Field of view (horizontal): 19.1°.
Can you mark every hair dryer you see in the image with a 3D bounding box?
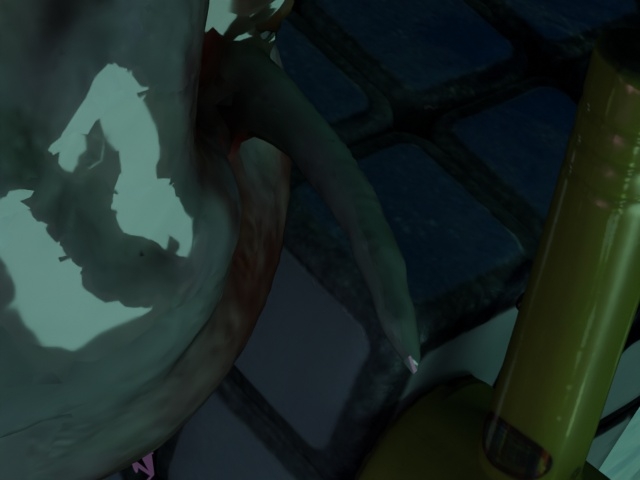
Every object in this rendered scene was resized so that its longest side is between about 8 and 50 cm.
[{"bbox_3d":[0.099,0.052,0.709,0.090,0.135,0.279,-25,139,-38],"label":"hair dryer"}]

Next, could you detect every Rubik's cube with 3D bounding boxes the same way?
[{"bbox_3d":[0.000,0.000,0.975,0.301,0.305,0.304,-23,147,-39],"label":"Rubik's cube"}]

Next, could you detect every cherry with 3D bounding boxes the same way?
[{"bbox_3d":[-0.161,-0.057,0.586,0.335,0.291,0.326,8,143,-17],"label":"cherry"}]
